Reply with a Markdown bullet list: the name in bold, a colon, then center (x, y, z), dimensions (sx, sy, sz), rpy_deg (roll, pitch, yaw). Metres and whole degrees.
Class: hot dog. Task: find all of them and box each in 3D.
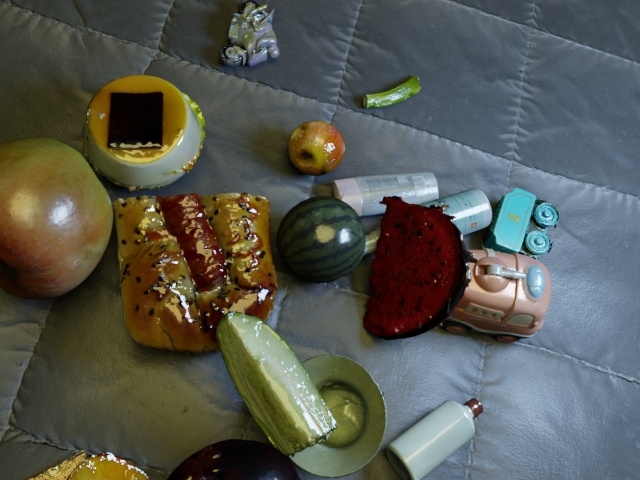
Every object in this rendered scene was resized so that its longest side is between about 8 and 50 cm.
- **hot dog**: center (-0.281, 0.074, 1.606), dimensions (0.367, 0.196, 0.365), rpy_deg (-4, 74, -10)

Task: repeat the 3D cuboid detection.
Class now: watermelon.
- **watermelon**: center (0.000, 0.000, 1.677), dimensions (0.212, 0.212, 0.212), rpy_deg (4, 68, -10)

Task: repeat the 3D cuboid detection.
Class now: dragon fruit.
- **dragon fruit**: center (0.243, 0.080, 1.661), dimensions (0.100, 0.282, 0.343), rpy_deg (9, 95, -45)

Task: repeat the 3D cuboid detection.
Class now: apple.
- **apple**: center (-0.012, -0.230, 1.799), dimensions (0.146, 0.146, 0.146), rpy_deg (4, 68, -10)
- **apple**: center (-0.607, -0.054, 1.521), dimensions (0.338, 0.338, 0.305), rpy_deg (29, 54, 1)

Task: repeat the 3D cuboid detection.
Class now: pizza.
- **pizza**: center (-0.545, 0.507, 1.458), dimensions (0.184, 0.036, 0.176), rpy_deg (22, 68, -6)

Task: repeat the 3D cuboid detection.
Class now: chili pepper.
- **chili pepper**: center (0.206, -0.406, 1.968), dimensions (0.201, 0.050, 0.052), rpy_deg (-24, 112, -21)

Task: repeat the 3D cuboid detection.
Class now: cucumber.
- **cucumber**: center (-0.102, 0.290, 1.490), dimensions (0.105, 0.145, 0.325), rpy_deg (-28, 79, -44)

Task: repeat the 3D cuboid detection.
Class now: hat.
- **hat**: center (0.035, 0.383, 1.566), dimensions (0.257, 0.130, 0.257), rpy_deg (-4, 77, 16)

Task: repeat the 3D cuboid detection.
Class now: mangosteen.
- **mangosteen**: center (-0.159, 0.564, 1.396), dimensions (0.307, 0.307, 0.347), rpy_deg (-37, 111, -22)

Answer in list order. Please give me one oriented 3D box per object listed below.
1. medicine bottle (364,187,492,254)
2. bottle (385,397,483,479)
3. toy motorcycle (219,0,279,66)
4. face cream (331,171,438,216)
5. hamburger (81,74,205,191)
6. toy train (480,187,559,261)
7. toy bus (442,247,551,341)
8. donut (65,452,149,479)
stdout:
- **medicine bottle**: center (0.256, -0.035, 1.795), dimensions (0.352, 0.110, 0.110), rpy_deg (-17, 73, -15)
- **bottle**: center (0.270, 0.441, 1.616), dimensions (0.245, 0.104, 0.104), rpy_deg (-31, 78, -21)
- **toy motorcycle**: center (-0.177, -0.550, 1.929), dimensions (0.152, 0.073, 0.225), rpy_deg (19, 68, -5)
- **face cream**: center (0.166, -0.122, 1.831), dimensions (0.269, 0.073, 0.107), rpy_deg (-8, 68, -14)
- **hamburger**: center (-0.424, -0.254, 1.707), dimensions (0.294, 0.179, 0.276), rpy_deg (-4, 67, -10)
- **toy train**: center (0.518, -0.029, 1.848), dimensions (0.163, 0.112, 0.203), rpy_deg (22, 64, 4)
- **toy bus**: center (0.424, 0.115, 1.710), dimensions (0.287, 0.232, 0.194), rpy_deg (12, 64, -5)
- **donut**: center (-0.437, 0.522, 1.434), dimensions (0.190, 0.074, 0.174), rpy_deg (20, 62, -32)
